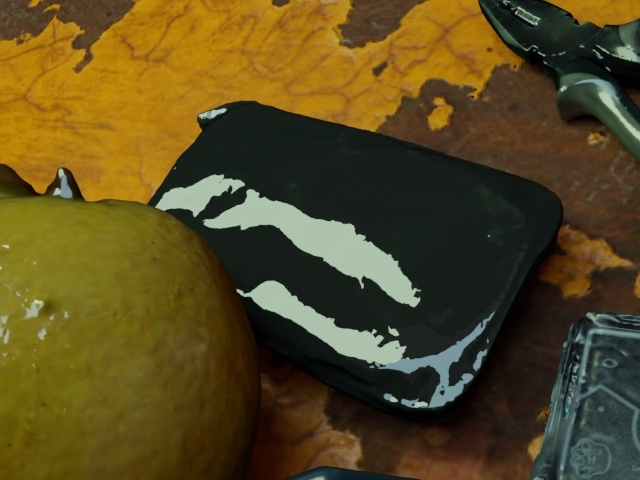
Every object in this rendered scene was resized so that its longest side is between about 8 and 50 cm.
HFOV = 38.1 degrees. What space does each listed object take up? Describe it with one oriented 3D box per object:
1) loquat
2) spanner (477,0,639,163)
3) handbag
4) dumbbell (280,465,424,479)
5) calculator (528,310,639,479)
[{"bbox_3d":[-0.174,0.084,0.566,0.275,0.275,0.274,-11,55,16],"label":"loquat"},{"bbox_3d":[0.232,-0.110,0.674,0.096,0.040,0.325,-42,54,-6],"label":"spanner"},{"bbox_3d":[-0.003,-0.001,0.681,0.332,0.075,0.191,20,68,33],"label":"handbag"},{"bbox_3d":[0.025,0.277,0.447,0.160,0.144,0.324,-22,54,6],"label":"dumbbell"},{"bbox_3d":[0.258,0.121,0.503,0.274,0.028,0.165,4,53,28],"label":"calculator"}]
